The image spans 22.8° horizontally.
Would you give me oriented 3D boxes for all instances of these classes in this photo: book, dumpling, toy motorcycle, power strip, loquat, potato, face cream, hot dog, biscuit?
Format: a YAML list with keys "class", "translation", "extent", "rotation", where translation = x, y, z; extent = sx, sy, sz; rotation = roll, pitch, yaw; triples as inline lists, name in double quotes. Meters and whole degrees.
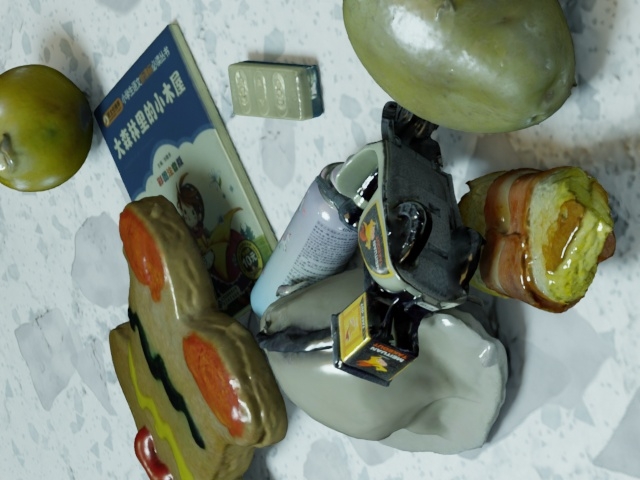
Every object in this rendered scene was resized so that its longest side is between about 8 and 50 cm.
- class: "book"
  translation: [-0.157, -0.058, 1.838]
  extent: [0.228, 0.018, 0.322]
  rotation: [-38, 74, 50]
- class: "dumpling"
  translation: [0.048, 0.131, 1.548]
  extent: [0.293, 0.163, 0.204]
  rotation: [1, 100, 40]
- class: "toy motorcycle"
  translation: [0.066, -0.017, 1.425]
  extent: [0.157, 0.091, 0.263]
  rotation: [-45, 34, 36]
- class: "power strip"
  translation: [-0.047, -0.156, 1.653]
  extent: [0.123, 0.032, 0.056]
  rotation: [10, 113, 48]
- class: "loquat"
  translation: [-0.349, -0.132, 1.921]
  extent: [0.152, 0.195, 0.152]
  rotation: [7, 121, 11]
- class: "potato"
  translation: [0.114, -0.187, 1.348]
  extent: [0.235, 0.160, 0.178]
  rotation: [39, 171, 18]
- class: "face cream"
  translation: [0.000, 0.000, 1.621]
  extent: [0.075, 0.075, 0.229]
  rotation: [54, 138, 22]
- class: "hot dog"
  translation: [0.194, -0.003, 1.358]
  extent: [0.261, 0.093, 0.123]
  rotation: [-164, 85, -71]
- class: "biscuit"
  translation: [-0.154, 0.184, 1.808]
  extent: [0.368, 0.076, 0.394]
  rotation: [58, 153, 27]
